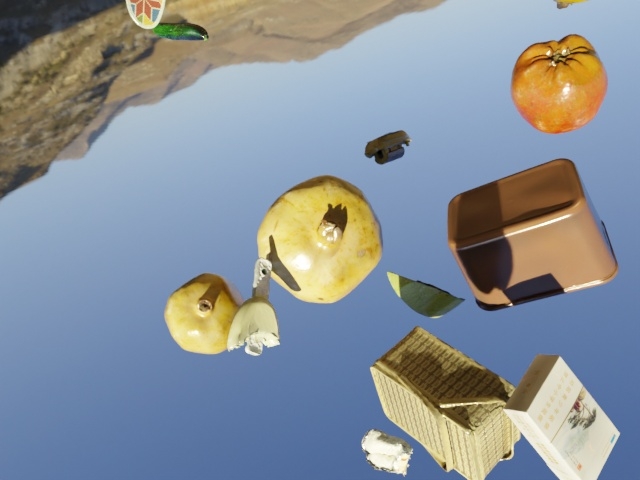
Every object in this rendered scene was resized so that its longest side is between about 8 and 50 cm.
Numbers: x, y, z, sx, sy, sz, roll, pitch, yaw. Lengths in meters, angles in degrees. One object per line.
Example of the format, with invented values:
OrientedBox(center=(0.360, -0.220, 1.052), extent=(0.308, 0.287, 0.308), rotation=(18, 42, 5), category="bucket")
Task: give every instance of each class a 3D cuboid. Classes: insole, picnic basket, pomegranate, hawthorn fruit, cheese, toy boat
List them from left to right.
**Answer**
OrientedBox(center=(-0.275, -0.432, 0.903), extent=(0.065, 0.193, 0.006), rotation=(2, -176, -25), category="insole")
OrientedBox(center=(-0.307, 0.202, 1.554), extent=(0.233, 0.233, 0.233), rotation=(-17, -158, 7), category="pomegranate")
OrientedBox(center=(-0.138, 0.144, 1.271), extent=(0.050, 0.127, 0.234), rotation=(-27, -130, 39), category="cheese")
OrientedBox(center=(0.000, 0.000, 1.470), extent=(0.343, 0.342, 0.342), rotation=(-17, -158, 7), category="pomegranate")
OrientedBox(center=(0.222, -0.295, 1.825), extent=(0.068, 0.088, 0.226), rotation=(-24, 180, 42), category="toy boat")
OrientedBox(center=(0.285, 0.381, 1.324), extent=(0.175, 0.228, 0.313), rotation=(-37, -138, -23), category="picnic basket")
OrientedBox(center=(0.455, -0.293, 1.095), extent=(0.189, 0.189, 0.189), rotation=(-17, -158, 7), category="hawthorn fruit")

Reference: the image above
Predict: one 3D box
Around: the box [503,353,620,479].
OrientedBox(center=(0.483, 0.361, 1.144), extent=(0.149, 0.233, 0.067), rotation=(-46, -166, -23), category="box")

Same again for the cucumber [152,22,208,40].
OrientedBox(center=(-0.269, -0.403, 1.107), extent=(0.184, 0.033, 0.036), rotation=(20, -138, 42), category="cucumber")

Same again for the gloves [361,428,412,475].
OrientedBox(center=(0.194, 0.628, 1.711), extent=(0.153, 0.114, 0.070), rotation=(18, -167, 15), category="gloves")

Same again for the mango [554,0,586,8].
OrientedBox(center=(0.306, -0.431, 0.626), extent=(0.143, 0.331, 0.195), rotation=(5, -145, 11), category="mango")

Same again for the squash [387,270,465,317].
OrientedBox(center=(0.346, 0.149, 1.728), extent=(0.155, 0.237, 0.204), rotation=(-52, -150, 31), category="squash")

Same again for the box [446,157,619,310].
OrientedBox(center=(0.499, -0.014, 1.400), extent=(0.340, 0.229, 0.239), rotation=(-20, -146, 27), category="box")
